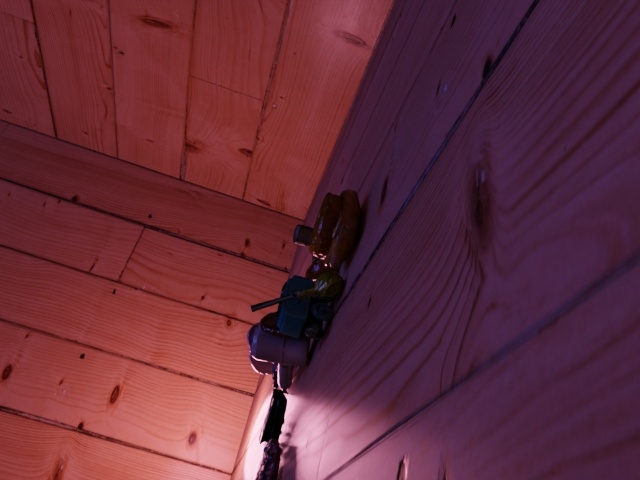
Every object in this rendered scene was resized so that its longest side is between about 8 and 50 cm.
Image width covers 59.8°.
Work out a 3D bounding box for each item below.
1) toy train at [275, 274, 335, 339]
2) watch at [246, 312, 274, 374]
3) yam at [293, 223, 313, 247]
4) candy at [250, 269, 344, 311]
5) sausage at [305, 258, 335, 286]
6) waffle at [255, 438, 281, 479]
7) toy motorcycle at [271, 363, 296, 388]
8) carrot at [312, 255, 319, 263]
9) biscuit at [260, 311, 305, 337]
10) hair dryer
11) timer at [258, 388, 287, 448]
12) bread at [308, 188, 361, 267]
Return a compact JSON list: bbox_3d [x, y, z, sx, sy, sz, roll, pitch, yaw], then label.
[{"bbox_3d":[-0.044,0.190,1.579,0.198,0.154,0.107,-81,8,-53],"label":"toy train"},{"bbox_3d":[-0.209,0.461,2.470,0.231,0.196,0.244,-28,39,51],"label":"watch"},{"bbox_3d":[0.000,0.000,1.730,0.068,0.169,0.068,-163,90,-75],"label":"yam"},{"bbox_3d":[-0.061,0.149,1.501,0.077,0.262,0.073,85,165,-49],"label":"candy"},{"bbox_3d":[0.000,0.107,1.761,0.179,0.089,0.089,124,164,-70],"label":"sausage"},{"bbox_3d":[-0.157,0.690,1.589,0.221,0.055,0.234,-86,10,-63],"label":"waffle"},{"bbox_3d":[-0.119,0.424,1.992,0.122,0.080,0.215,149,144,-78],"label":"toy motorcycle"},{"bbox_3d":[-0.014,0.111,2.152,0.254,0.049,0.049,-85,13,-50],"label":"carrot"},{"bbox_3d":[-0.091,0.254,1.694,0.188,0.188,0.027,-96,5,-77],"label":"biscuit"},{"bbox_3d":[-0.127,0.411,1.797,0.357,0.173,0.107,95,-175,-45],"label":"hair dryer"},{"bbox_3d":[-0.156,0.587,1.802,0.144,0.055,0.187,-179,103,-77],"label":"timer"},{"bbox_3d":[0.045,-0.037,1.597,0.236,0.120,0.198,-78,6,-54],"label":"bread"}]
